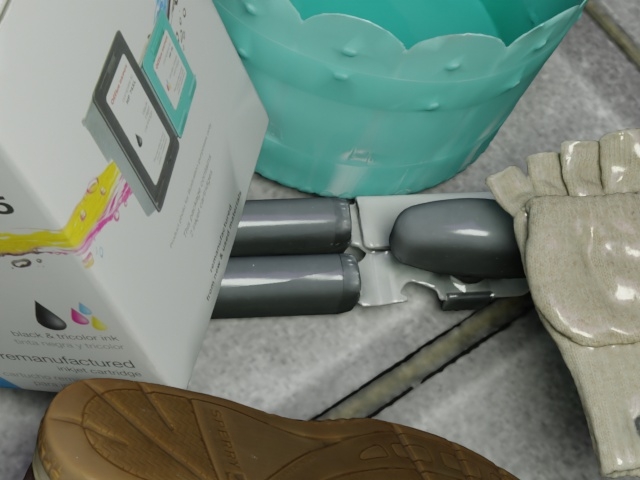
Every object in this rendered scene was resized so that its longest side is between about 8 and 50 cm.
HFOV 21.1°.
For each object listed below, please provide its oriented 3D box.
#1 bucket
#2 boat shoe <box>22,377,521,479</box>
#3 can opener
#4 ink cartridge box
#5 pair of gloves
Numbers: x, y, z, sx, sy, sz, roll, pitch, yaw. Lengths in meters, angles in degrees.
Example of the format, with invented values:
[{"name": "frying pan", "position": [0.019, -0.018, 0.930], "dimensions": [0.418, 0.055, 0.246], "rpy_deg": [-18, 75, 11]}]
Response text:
[{"name": "bucket", "position": [0.028, -0.173, 1.050], "dimensions": [0.281, 0.183, 0.281], "rpy_deg": [7, 57, -11]}, {"name": "boat shoe", "position": [-0.002, 0.172, 0.909], "dimensions": [0.342, 0.123, 0.123], "rpy_deg": [15, 28, -26]}, {"name": "can opener", "position": [0.000, 0.000, 1.016], "dimensions": [0.280, 0.093, 0.074], "rpy_deg": [-4, 61, -8]}, {"name": "ink cartridge box", "position": [-0.175, -0.071, 0.875], "dimensions": [0.198, 0.270, 0.197], "rpy_deg": [3, 58, 21]}, {"name": "pair of gloves", "position": [0.227, 0.018, 0.944], "dimensions": [0.240, 0.042, 0.204], "rpy_deg": [-14, 68, -14]}]
